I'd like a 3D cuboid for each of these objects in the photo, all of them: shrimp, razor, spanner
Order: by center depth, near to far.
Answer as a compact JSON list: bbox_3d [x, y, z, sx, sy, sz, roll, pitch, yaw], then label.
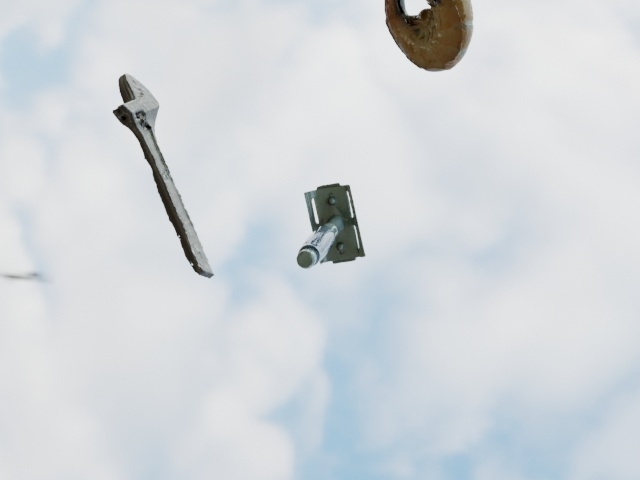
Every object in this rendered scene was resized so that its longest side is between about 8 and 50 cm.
[{"bbox_3d":[0.000,0.000,1.423,0.040,0.135,0.068,-11,-80,14],"label":"razor"},{"bbox_3d":[0.095,-0.235,1.651,0.095,0.045,0.162,-12,-88,56],"label":"shrimp"},{"bbox_3d":[-0.212,-0.089,2.410,0.026,0.093,0.325,-34,-113,26],"label":"spanner"}]
